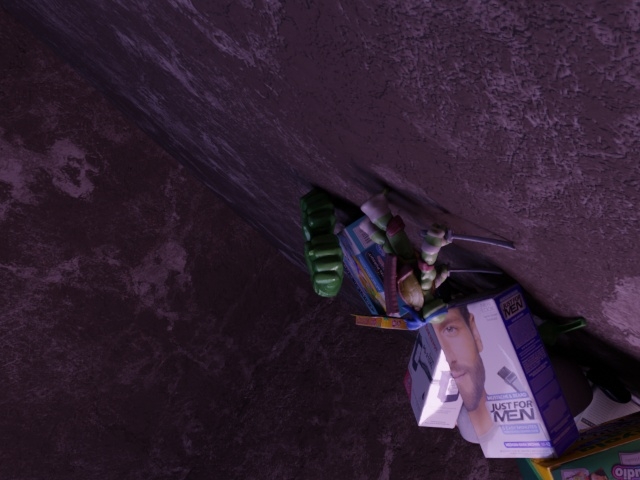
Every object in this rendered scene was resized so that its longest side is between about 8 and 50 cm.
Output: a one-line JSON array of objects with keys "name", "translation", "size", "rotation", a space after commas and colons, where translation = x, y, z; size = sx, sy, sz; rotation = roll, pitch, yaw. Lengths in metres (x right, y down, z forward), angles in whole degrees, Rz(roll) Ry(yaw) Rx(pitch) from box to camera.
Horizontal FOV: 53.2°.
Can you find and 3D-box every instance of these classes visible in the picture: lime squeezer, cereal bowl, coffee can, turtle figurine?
[{"name": "lime squeezer", "translation": [0.457, 0.194, 1.383], "size": [0.110, 0.059, 0.310], "rotation": [31, 151, -29]}, {"name": "cereal bowl", "translation": [0.482, 0.364, 1.580], "size": [0.339, 0.339, 0.141], "rotation": [150, 99, -81]}, {"name": "coffee can", "translation": [0.687, 0.503, 1.621], "size": [0.201, 0.275, 0.201], "rotation": [34, 172, 5]}, {"name": "turtle figurine", "translation": [0.214, 0.011, 1.260], "size": [0.266, 0.275, 0.198], "rotation": [52, -159, 18]}]

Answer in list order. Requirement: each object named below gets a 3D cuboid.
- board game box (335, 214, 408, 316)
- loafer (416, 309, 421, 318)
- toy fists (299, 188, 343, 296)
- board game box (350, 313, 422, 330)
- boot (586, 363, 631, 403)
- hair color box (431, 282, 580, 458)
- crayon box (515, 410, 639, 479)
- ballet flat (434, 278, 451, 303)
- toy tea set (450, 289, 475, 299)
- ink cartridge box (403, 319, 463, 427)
[{"name": "board game box", "translation": [0.133, 0.074, 1.691], "size": [0.253, 0.079, 0.336], "rotation": [58, 171, 1]}, {"name": "loafer", "translation": [0.242, 0.134, 1.804], "size": [0.094, 0.087, 0.251], "rotation": [40, -177, -35]}, {"name": "toy fists", "translation": [0.000, 0.000, 1.607], "size": [0.096, 0.279, 0.142], "rotation": [-3, 148, -9]}, {"name": "board game box", "translation": [0.217, 0.223, 1.722], "size": [0.259, 0.039, 0.124], "rotation": [11, 172, -28]}, {"name": "boot", "translation": [0.681, 0.339, 1.500], "size": [0.121, 0.045, 0.099], "rotation": [38, 177, 17]}, {"name": "hair color box", "translation": [0.378, 0.276, 1.333], "size": [0.185, 0.110, 0.338], "rotation": [-24, 86, 50]}, {"name": "crayon box", "translation": [0.624, 0.449, 1.340], "size": [0.313, 0.363, 0.106], "rotation": [71, -179, -75]}, {"name": "ballet flat", "translation": [0.320, 0.176, 1.657], "size": [0.057, 0.173, 0.049], "rotation": [-1, -176, 19]}, {"name": "toy tea set", "translation": [0.433, 0.204, 1.607], "size": [0.200, 0.124, 0.336], "rotation": [64, 175, 1]}, {"name": "ink cartridge box", "translation": [0.293, 0.311, 1.571], "size": [0.100, 0.237, 0.172], "rotation": [7, -155, -10]}]
